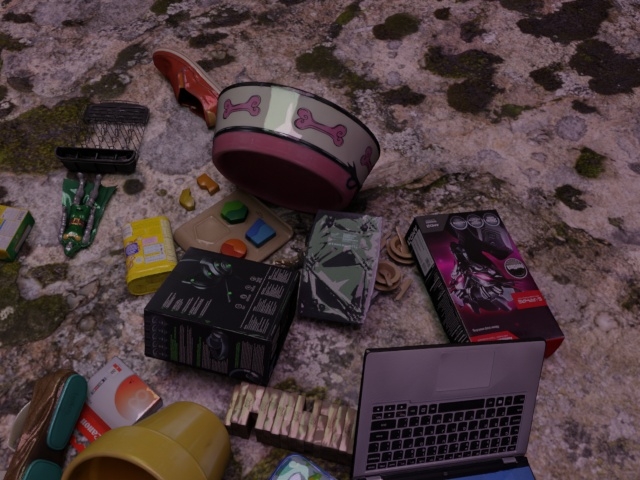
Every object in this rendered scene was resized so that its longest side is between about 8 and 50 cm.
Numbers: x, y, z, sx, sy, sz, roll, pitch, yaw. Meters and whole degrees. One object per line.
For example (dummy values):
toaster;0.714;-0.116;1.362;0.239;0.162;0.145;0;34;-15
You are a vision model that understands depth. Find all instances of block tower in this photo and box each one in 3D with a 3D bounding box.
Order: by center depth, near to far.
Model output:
block tower;-0.022;0.372;1.265;0.335;0.091;0.097;11;56;6

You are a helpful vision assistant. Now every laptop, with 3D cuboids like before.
laptop;0.272;0.411;1.114;0.381;0.408;0.236;0;15;-20

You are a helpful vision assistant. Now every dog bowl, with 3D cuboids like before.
dog bowl;-0.073;-0.197;1.496;0.407;0.408;0.151;16;75;9

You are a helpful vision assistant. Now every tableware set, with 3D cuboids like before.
tableware set;0.177;0.044;1.516;0.128;0.039;0.194;29;49;17

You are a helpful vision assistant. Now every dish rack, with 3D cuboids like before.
dish rack;-0.578;-0.296;1.725;0.208;0.074;0.272;4;55;-1

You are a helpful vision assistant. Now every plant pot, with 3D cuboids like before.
plant pot;-0.279;0.415;1.118;0.253;0.254;0.239;21;21;12

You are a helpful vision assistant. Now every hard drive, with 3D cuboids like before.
hard drive;0.049;0.061;1.451;0.171;0.054;0.255;7;74;15

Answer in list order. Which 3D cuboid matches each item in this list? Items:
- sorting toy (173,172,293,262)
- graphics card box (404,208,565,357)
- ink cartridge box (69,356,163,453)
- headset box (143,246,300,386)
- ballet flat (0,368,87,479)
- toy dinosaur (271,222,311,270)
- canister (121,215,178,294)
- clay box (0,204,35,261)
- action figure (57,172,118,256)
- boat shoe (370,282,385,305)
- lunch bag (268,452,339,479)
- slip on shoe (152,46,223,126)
sorting toy;-0.248;-0.047;1.581;0.307;0.041;0.229;39;62;22
graphics card box;0.365;0.101;1.452;0.232;0.094;0.371;-5;54;-18
ink cartridge box;-0.438;0.345;1.297;0.145;0.045;0.179;35;58;21
headset box;-0.210;0.150;1.341;0.282;0.131;0.246;12;32;5
ballet flat;-0.553;0.410;1.211;0.124;0.116;0.343;-5;58;19
toy dinosaur;0.000;0.000;1.539;0.268;0.064;0.118;-17;75;-7
canister;-0.401;0.032;1.501;0.126;0.073;0.170;-13;55;-10
clay box;-0.830;-0.029;1.539;0.221;0.053;0.128;9;55;6
action figure;-0.594;-0.061;1.569;0.137;0.064;0.232;4;58;-4
boat shoe;0.113;0.126;1.478;0.035;0.035;0.100;30;56;21
lunch bag;-0.016;0.519;1.165;0.218;0.090;0.176;31;62;20
slip on shoe;-0.382;-0.442;1.814;0.101;0.123;0.331;-39;69;-21
